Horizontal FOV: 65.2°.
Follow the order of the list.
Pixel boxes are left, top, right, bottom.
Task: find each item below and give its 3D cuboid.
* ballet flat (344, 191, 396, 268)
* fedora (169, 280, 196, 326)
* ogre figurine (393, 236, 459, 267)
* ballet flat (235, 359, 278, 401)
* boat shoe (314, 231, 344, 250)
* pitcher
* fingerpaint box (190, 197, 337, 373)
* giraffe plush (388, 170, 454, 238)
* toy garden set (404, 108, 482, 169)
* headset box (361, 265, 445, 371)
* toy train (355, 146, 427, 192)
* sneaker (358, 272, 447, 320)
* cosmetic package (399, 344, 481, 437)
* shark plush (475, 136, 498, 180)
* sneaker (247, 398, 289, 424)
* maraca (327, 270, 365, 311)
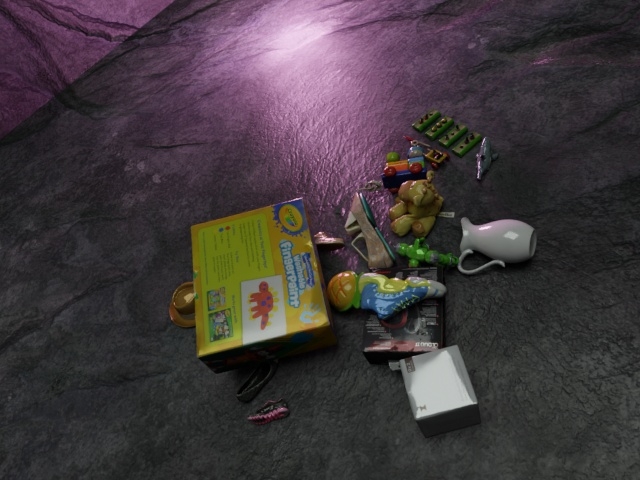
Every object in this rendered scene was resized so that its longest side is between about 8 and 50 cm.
[{"bbox_3d":[0.141,-0.030,1.632,0.106,0.107,0.315,-28,51,9],"label":"ballet flat"},{"bbox_3d":[-0.437,0.196,1.695,0.195,0.079,0.194,-9,54,13],"label":"fedora"},{"bbox_3d":[0.302,0.039,1.506,0.197,0.118,0.096,38,106,30],"label":"ogre figurine"},{"bbox_3d":[-0.183,0.404,1.482,0.058,0.049,0.173,25,68,30],"label":"ballet flat"},{"bbox_3d":[0.000,0.000,1.684,0.170,0.063,0.059,-3,62,19],"label":"boat shoe"},{"bbox_3d":[0.510,0.023,1.465,0.207,0.126,0.177,7,80,35],"label":"pitcher"},{"bbox_3d":[-0.177,0.129,1.500,0.372,0.163,0.444,-15,56,2],"label":"fingerpaint box"},{"bbox_3d":[0.312,-0.123,1.589,0.211,0.170,0.181,-10,54,13],"label":"giraffe plush"},{"bbox_3d":[0.416,-0.373,1.798,0.204,0.049,0.244,-40,54,-9],"label":"toy garden set"},{"bbox_3d":[0.240,0.225,1.415,0.218,0.110,0.293,-3,56,18],"label":"headset box"},{"bbox_3d":[0.245,-0.248,1.742,0.248,0.105,0.143,-6,52,16],"label":"toy train"},{"bbox_3d":[0.217,0.162,1.357,0.240,0.091,0.126,4,77,23],"label":"sneaker"},{"bbox_3d":[0.299,0.378,1.244,0.152,0.183,0.151,-18,54,8],"label":"cosmetic package"},{"bbox_3d":[0.536,-0.267,1.673,0.073,0.067,0.161,21,66,30],"label":"shark plush"},{"bbox_3d":[-0.150,0.483,1.424,0.120,0.047,0.057,-15,47,0],"label":"sneaker"},{"bbox_3d":[0.085,0.152,1.503,0.186,0.099,0.127,-12,67,60],"label":"maraca"}]
